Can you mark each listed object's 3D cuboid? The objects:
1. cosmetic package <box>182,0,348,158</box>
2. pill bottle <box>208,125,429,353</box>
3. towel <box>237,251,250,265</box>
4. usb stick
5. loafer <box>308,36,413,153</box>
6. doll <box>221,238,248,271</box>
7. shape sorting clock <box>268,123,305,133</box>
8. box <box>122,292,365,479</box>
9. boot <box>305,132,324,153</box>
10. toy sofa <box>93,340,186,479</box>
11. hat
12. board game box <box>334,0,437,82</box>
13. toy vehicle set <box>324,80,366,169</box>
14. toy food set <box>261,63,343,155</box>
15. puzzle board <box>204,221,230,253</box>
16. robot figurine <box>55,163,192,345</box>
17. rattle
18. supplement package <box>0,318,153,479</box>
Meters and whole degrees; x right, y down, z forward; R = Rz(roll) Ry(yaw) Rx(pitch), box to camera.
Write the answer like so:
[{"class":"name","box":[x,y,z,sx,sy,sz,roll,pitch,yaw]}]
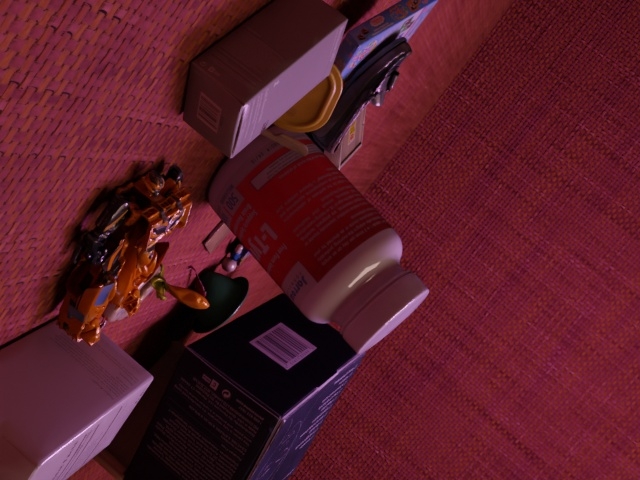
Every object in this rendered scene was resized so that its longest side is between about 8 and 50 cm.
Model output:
[{"class":"cosmetic package","box":[-0.077,-0.240,1.158,0.238,0.107,0.127,-43,168,-30]},{"class":"pill bottle","box":[0.000,0.000,1.519,0.229,0.408,0.229,-39,166,-12]},{"class":"towel","box":[-0.194,0.032,2.232,0.083,0.009,0.060,-46,171,-36]},{"class":"usb stick","box":[-0.301,0.174,2.129,0.077,0.045,0.278,-57,171,31]},{"class":"loafer","box":[0.083,-0.269,1.558,0.267,0.084,0.096,-39,177,32]},{"class":"doll","box":[-0.179,0.003,2.020,0.189,0.046,0.129,-46,-176,16]},{"class":"shape sorting clock","box":[-0.039,-0.250,1.613,0.206,0.040,0.206,-50,174,-8]},{"class":"box","box":[-0.188,0.449,2.092,0.480,0.297,0.472,-25,145,-62]},{"class":"boot","box":[-0.043,-0.170,1.828,0.246,0.083,0.161,-52,176,-40]},{"class":"toy sofa","box":[-0.450,0.451,2.185,0.362,0.150,0.177,-48,171,-28]},{"class":"hat","box":[-0.284,0.096,1.946,0.208,0.183,0.173,-24,-148,36]},{"class":"board game box","box":[0.107,-0.370,1.520,0.211,0.039,0.160,-37,176,-28]},{"class":"toy vehicle set","box":[0.057,-0.260,1.771,0.267,0.035,0.166,-52,150,-69]},{"class":"toy food set","box":[-0.036,-0.253,1.381,0.218,0.128,0.071,122,-14,-50]},{"class":"puzzle board","box":[-0.207,-0.030,1.805,0.128,0.011,0.096,-50,172,-11]},{"class":"robot figurine","box":[-0.284,0.017,1.227,0.291,0.085,0.211,-55,173,34]},{"class":"rattle","box":[-0.317,0.135,1.453,0.130,0.143,0.200,-33,-168,38]},{"class":"supplement package","box":[-0.422,0.261,1.223,0.175,0.177,0.293,-53,172,23]}]
